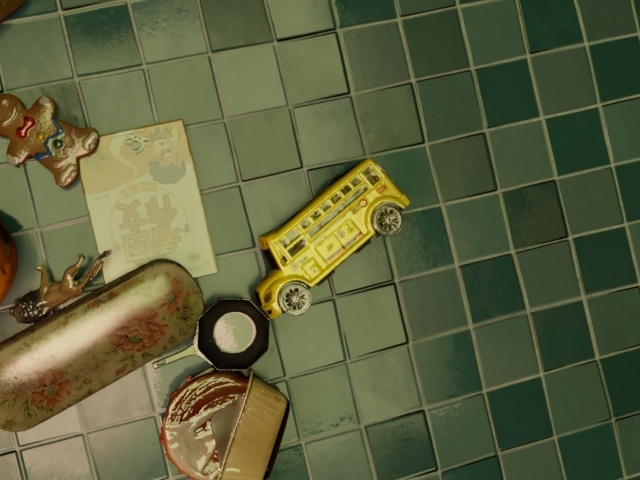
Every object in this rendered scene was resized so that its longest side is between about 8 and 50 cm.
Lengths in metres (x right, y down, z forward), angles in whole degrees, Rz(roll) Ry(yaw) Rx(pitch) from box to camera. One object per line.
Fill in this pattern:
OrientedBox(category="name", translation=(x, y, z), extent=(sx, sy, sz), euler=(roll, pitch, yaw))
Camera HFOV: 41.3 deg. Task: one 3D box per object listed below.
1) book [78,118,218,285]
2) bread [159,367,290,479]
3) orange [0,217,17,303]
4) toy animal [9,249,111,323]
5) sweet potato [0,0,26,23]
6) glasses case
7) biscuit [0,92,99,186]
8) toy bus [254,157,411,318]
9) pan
OrientedBox(category="book", translation=(-0.320, -0.060, 1.556), extent=(0.207, 0.020, 0.296), euler=(-14, 91, -11))
OrientedBox(category="bread", translation=(-0.175, 0.330, 1.510), extent=(0.211, 0.142, 0.224), euler=(19, 86, -13))
OrientedBox(category="orange", translation=(-0.624, 0.032, 1.383), extent=(0.246, 0.246, 0.246), euler=(0, 88, -10))
OrientedBox(category="toy animal", translation=(-0.450, 0.072, 1.493), extent=(0.219, 0.086, 0.069), euler=(-35, 138, 14))
OrientedBox(category="sweet potato", translation=(-0.645, -0.394, 1.472), extent=(0.285, 0.085, 0.112), euler=(-23, 88, -11))
OrientedBox(category="glasses case", translation=(-0.402, 0.181, 1.489), extent=(0.425, 0.098, 0.157), euler=(-30, 109, -9))
OrientedBox(category="biscuit", translation=(-0.506, -0.189, 1.509), extent=(0.205, 0.031, 0.138), euler=(34, 90, 0))
OrientedBox(category="toy bus", translation=(0.000, 0.000, 1.550), extent=(0.330, 0.144, 0.152), euler=(-40, 96, -10))
OrientedBox(category="pan", translation=(-0.192, 0.164, 1.504), extent=(0.201, 0.048, 0.128), euler=(2, 87, -6))
